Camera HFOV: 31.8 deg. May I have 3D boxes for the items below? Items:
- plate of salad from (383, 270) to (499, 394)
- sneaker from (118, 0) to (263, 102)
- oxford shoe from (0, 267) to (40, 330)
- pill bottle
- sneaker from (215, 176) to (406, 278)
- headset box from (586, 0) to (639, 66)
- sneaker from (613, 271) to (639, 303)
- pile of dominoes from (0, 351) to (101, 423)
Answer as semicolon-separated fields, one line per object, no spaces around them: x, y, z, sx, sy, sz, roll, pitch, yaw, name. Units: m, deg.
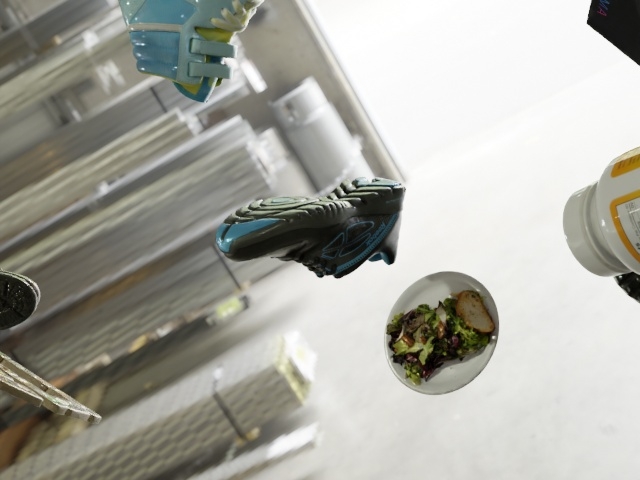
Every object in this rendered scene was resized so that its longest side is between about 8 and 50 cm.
0.180;0.139;1.733;0.200;0.048;0.200;-13;65;30;plate of salad
-0.111;-0.294;1.455;0.319;0.208;0.127;-10;1;21;sneaker
-0.408;0.056;1.360;0.227;0.083;0.096;0;24;38;oxford shoe
0.358;-0.040;1.093;0.136;0.136;0.246;-42;10;-35;pill bottle
0.000;0.000;1.643;0.341;0.139;0.125;-13;18;-38;sneaker
0.455;-0.264;1.230;0.131;0.283;0.246;-36;-24;-16;headset box
0.400;0.040;1.323;0.078;0.234;0.106;-45;19;15;sneaker
-0.331;0.086;1.064;0.040;0.251;0.196;-59;-14;-8;pile of dominoes
